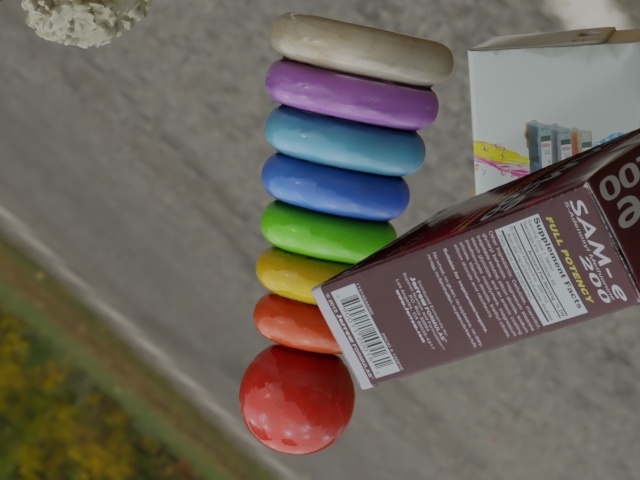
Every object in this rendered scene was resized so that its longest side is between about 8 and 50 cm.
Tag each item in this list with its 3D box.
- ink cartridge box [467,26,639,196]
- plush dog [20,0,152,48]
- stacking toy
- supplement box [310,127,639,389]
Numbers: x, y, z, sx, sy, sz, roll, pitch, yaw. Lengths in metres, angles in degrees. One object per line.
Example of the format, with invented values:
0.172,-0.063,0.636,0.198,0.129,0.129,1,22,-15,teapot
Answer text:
0.180,-0.063,1.393,0.127,0.176,0.128,-1,-171,12,ink cartridge box
-0.177,-0.256,1.276,0.225,0.262,0.210,-10,-170,-42,plush dog
0.000,0.000,1.448,0.141,0.330,0.141,12,-173,-1,stacking toy
0.119,0.005,1.078,0.239,0.130,0.073,-22,96,50,supplement box
